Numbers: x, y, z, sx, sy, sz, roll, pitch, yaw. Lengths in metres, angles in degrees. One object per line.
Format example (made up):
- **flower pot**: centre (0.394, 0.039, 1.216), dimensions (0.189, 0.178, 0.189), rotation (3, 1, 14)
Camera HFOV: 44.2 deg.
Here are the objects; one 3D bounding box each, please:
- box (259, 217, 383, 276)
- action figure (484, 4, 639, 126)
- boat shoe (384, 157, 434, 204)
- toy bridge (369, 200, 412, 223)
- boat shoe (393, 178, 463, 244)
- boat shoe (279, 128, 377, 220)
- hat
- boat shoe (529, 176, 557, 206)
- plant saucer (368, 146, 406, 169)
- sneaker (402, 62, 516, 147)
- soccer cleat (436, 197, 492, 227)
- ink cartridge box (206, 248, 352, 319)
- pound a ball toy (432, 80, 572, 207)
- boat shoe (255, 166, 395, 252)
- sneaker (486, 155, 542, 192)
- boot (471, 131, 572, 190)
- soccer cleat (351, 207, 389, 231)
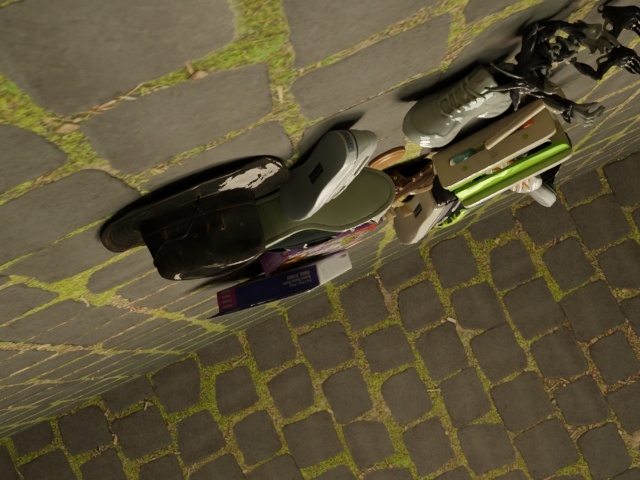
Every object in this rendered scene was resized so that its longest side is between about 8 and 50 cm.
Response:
- **box**: centre (0.000, 0.000, 2.097), dimensions (0.293, 0.057, 0.201), rotation (-21, 171, -25)
- **action figure**: centre (0.398, -0.276, 1.230), dimensions (0.276, 0.141, 0.164), rotation (-25, 138, -20)
- **boat shoe**: centre (0.167, -0.131, 1.777), dimensions (0.207, 0.073, 0.073), rotation (-24, 134, -26)
- **toy bridge**: centre (0.171, -0.085, 2.043), dimensions (0.026, 0.063, 0.188), rotation (-31, 168, 36)
- **boat shoe**: centre (0.330, -0.087, 2.241), dimensions (0.158, 0.127, 0.340), rotation (-14, 168, -18)
- **boat shoe**: centre (0.013, -0.109, 1.361), dimensions (0.084, 0.095, 0.258), rotation (-14, 168, -33)
- **hat**: centre (-0.183, -0.007, 1.307), dimensions (0.331, 0.134, 0.331), rotation (-24, 170, -4)
- **boat shoe**: centre (0.645, -0.202, 2.353), dimensions (0.119, 0.121, 0.335), rotation (-45, -164, 12)
- **plant saucer**: centre (0.139, -0.167, 1.626), dimensions (0.083, 0.013, 0.083), rotation (-24, 171, -4)
- **sneaker**: centre (0.234, -0.236, 1.292), dimensions (0.232, 0.090, 0.115), rotation (-31, 167, -21)
- **soccer cleat**: centre (0.456, -0.122, 2.522), dimensions (0.289, 0.093, 0.121), rotation (-32, 173, 40)
- **ink cartridge box**: centre (-0.114, 0.118, 2.197), dimensions (0.324, 0.071, 0.330), rotation (-17, -179, 23)
- **pound a ball toy**: centre (0.395, -0.226, 1.714), dimensions (0.319, 0.135, 0.208), rotation (-29, 145, 24)
- **boat shoe**: centre (-0.022, -0.049, 1.521), dimensions (0.340, 0.127, 0.113), rotation (-23, 173, 1)
- **sneaker**: centre (0.442, -0.187, 1.871), dimensions (0.083, 0.215, 0.084), rotation (-35, 138, -22)
- **boot**: centre (0.570, -0.228, 2.065), dimensions (0.348, 0.131, 0.260), rotation (-19, 170, -31)
- **soccer cleat**: centre (0.140, -0.084, 1.921), dimensions (0.196, 0.076, 0.068), rotation (-23, 171, -14)
